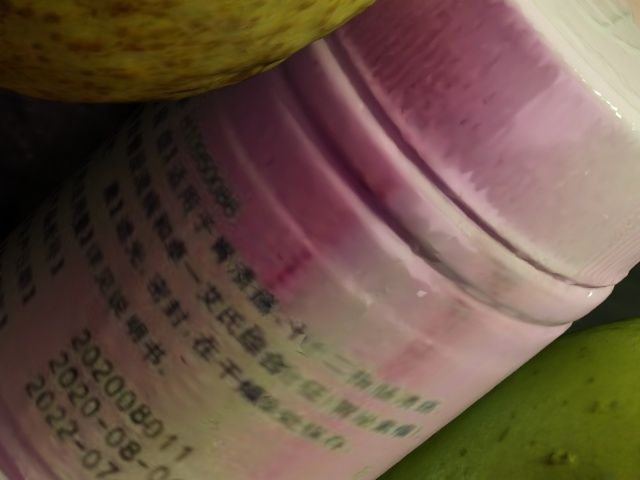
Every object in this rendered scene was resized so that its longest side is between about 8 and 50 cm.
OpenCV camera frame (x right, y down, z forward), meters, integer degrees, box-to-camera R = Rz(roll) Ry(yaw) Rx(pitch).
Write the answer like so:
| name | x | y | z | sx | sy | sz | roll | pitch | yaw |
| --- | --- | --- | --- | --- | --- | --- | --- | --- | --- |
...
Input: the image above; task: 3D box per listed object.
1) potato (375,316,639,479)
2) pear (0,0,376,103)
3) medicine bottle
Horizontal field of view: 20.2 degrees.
| name | x | y | z | sx | sy | sz | roll | pitch | yaw |
| --- | --- | --- | --- | --- | --- | --- | --- | --- | --- |
| potato | 0.099 | 0.148 | 0.711 | 0.216 | 0.216 | 0.304 | 33 | 122 | -30 |
| pear | -0.054 | -0.148 | 0.451 | 0.211 | 0.188 | 0.228 | 15 | 124 | -16 |
| medicine bottle | 0.000 | 0.000 | 0.610 | 0.152 | 0.152 | 0.254 | 34 | 118 | -30 |
